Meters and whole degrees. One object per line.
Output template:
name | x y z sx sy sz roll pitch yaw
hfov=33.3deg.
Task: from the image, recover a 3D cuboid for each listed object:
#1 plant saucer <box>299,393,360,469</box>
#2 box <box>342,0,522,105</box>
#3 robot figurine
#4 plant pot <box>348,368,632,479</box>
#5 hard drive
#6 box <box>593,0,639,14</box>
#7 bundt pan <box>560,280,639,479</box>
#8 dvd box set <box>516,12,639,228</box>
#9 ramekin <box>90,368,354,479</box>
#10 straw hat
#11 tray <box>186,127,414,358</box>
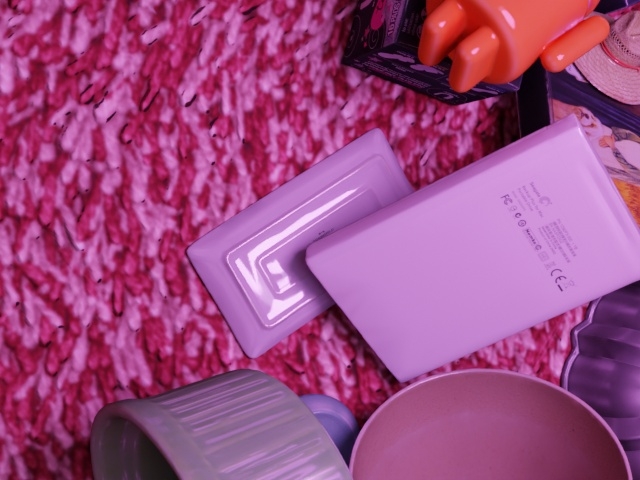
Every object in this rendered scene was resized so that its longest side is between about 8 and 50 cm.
plant saucer | -0.005 0.229 1.173 0.119 0.021 0.119 1 89 -23
box | 0.144 -0.295 1.181 0.163 0.142 0.247 17 82 -21
robot figurine | 0.191 -0.243 1.054 0.219 0.158 0.128 -41 125 -17
plant pot | 0.177 0.305 1.142 0.284 0.284 0.191 -26 135 -21
hard drive | 0.168 0.019 1.116 0.307 0.040 0.203 -26 121 20
box | 0.377 -0.374 1.309 0.156 0.093 0.158 -26 100 -21
bundt pan | 0.467 0.186 1.322 0.330 0.124 0.331 1 88 -23
dvd box set | 0.421 -0.102 1.270 0.420 0.062 0.308 17 55 -21
ramekin | -0.081 0.268 0.997 0.148 0.303 0.304 -20 97 -30
straw hat | 0.355 -0.230 1.227 0.144 0.061 0.145 16 54 -23
tray | 0.000 0.000 1.175 0.270 0.030 0.145 -34 103 -20
